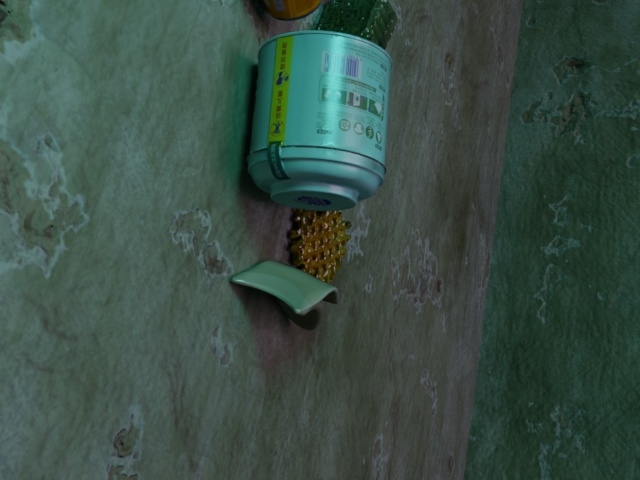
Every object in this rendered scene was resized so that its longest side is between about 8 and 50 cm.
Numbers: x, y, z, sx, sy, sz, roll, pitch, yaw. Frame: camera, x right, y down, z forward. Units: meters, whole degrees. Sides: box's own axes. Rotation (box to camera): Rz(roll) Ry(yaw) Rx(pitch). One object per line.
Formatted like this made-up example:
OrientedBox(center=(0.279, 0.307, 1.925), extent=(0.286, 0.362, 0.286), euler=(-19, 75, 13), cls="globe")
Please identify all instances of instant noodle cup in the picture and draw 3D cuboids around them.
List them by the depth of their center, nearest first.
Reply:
OrientedBox(center=(-0.065, -0.546, 1.558), extent=(0.125, 0.177, 0.208), euler=(72, 18, -51), cls="instant noodle cup")

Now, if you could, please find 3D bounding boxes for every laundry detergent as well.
OrientedBox(center=(-0.002, -0.228, 1.521), extent=(0.287, 0.287, 0.305), euler=(21, 71, -58), cls="laundry detergent")

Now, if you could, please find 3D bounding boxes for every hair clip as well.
OrientedBox(center=(-0.045, 0.111, 1.574), extent=(0.113, 0.172, 0.282), euler=(-62, 154, -10), cls="hair clip")

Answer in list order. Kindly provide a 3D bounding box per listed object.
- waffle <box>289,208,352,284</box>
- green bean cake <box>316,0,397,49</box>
OrientedBox(center=(0.000, 0.000, 1.757), extent=(0.229, 0.051, 0.232), euler=(50, 48, -51), cls="waffle")
OrientedBox(center=(0.077, -0.510, 1.782), extent=(0.094, 0.173, 0.181), euler=(55, 47, -46), cls="green bean cake")
